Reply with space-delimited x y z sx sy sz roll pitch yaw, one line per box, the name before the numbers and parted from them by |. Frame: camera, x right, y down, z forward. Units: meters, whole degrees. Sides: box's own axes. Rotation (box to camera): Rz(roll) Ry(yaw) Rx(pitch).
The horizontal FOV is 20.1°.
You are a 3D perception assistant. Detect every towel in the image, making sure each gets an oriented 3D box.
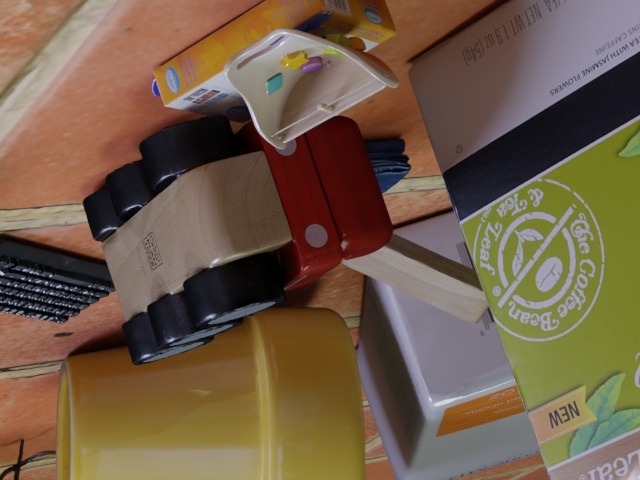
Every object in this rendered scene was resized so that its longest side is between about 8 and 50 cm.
towel | 0.002 -0.043 1.288 0.119 0.029 0.067 -10 162 -29

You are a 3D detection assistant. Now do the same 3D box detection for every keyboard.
keyboard | -0.225 0.038 1.314 0.108 0.023 0.180 -24 162 19

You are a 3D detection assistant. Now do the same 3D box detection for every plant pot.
plant pot | -0.104 0.183 1.562 0.239 0.254 0.254 1 159 -13

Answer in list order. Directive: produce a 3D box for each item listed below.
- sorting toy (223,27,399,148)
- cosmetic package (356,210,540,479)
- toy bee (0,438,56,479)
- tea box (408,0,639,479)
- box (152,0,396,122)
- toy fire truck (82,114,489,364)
sorting toy | -0.014 -0.095 0.998 0.083 0.045 0.075 -27 153 27
cosmetic package | 0.167 0.100 1.697 0.230 0.161 0.453 -17 164 -5
toy bee | -0.405 0.276 1.698 0.195 0.298 0.162 7 148 35
tea box | 0.279 -0.035 1.101 0.220 0.323 0.329 0 154 -48
box | -0.032 -0.106 1.053 0.136 0.028 0.081 -30 160 28
toy fire truck | 0.000 0.000 1.169 0.246 0.158 0.217 -16 173 -24
